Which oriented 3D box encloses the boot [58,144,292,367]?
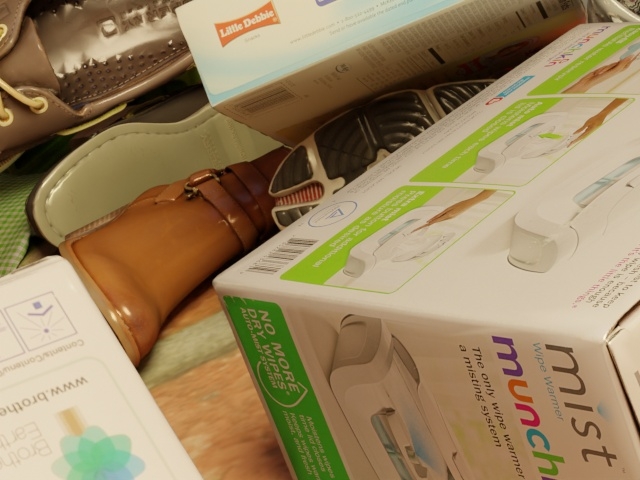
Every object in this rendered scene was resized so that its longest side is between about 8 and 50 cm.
[{"bbox_3d":[-0.071,-0.001,1.086,0.152,0.073,0.197,-23,21,-3],"label":"boot"}]

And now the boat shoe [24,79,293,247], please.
[{"bbox_3d":[-0.107,-0.052,1.245,0.227,0.081,0.068,-28,18,-35],"label":"boat shoe"}]

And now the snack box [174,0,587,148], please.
[{"bbox_3d":[0.055,-0.112,1.048,0.187,0.060,0.322,-22,-8,10],"label":"snack box"}]

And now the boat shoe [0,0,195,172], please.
[{"bbox_3d":[-0.181,-0.118,1.213,0.324,0.117,0.097,-24,3,-14],"label":"boat shoe"}]

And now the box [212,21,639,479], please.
[{"bbox_3d":[0.132,0.009,0.795,0.262,0.127,0.231,-36,26,-33],"label":"box"}]

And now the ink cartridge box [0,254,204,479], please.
[{"bbox_3d":[-0.080,0.161,0.505,0.185,0.065,0.311,-20,61,-31],"label":"ink cartridge box"}]

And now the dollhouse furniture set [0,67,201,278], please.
[{"bbox_3d":[-0.229,-0.081,1.323,0.197,0.151,0.301,-7,26,33],"label":"dollhouse furniture set"}]

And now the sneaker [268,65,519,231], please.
[{"bbox_3d":[0.108,-0.049,1.040,0.279,0.107,0.118,-19,3,-1],"label":"sneaker"}]

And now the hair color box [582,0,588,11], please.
[{"bbox_3d":[0.102,-0.208,1.369,0.374,0.114,0.185,1,31,46],"label":"hair color box"}]

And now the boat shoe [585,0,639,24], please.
[{"bbox_3d":[0.238,-0.095,0.912,0.227,0.081,0.079,14,73,17],"label":"boat shoe"}]
